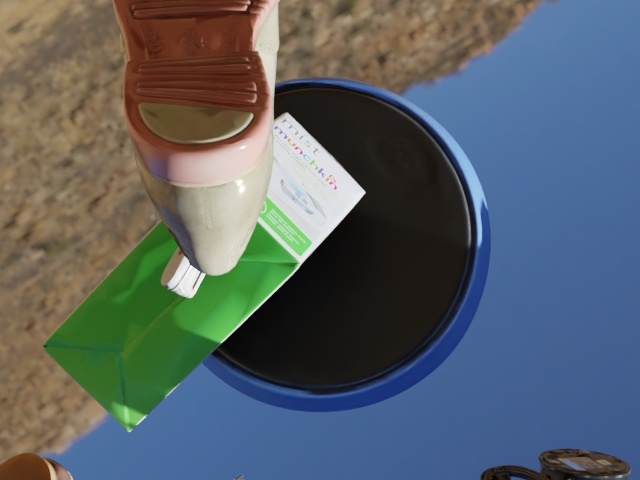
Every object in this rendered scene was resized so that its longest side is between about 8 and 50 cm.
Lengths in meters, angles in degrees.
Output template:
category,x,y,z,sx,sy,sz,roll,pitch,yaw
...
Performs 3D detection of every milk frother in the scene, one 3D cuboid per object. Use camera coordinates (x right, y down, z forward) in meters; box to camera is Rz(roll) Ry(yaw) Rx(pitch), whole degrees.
category,x,y,z,sx,sy,sz,roll,pitch,yaw
milk frother,0.204,0.264,1.296,0.143,0.135,0.129,4,-173,-3

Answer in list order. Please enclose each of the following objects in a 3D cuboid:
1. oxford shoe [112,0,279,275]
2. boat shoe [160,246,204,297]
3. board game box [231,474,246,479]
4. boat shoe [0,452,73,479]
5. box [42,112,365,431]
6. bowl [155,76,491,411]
category,x,y,z,sx,sy,sz,roll,pitch,yaw
oxford shoe,-0.101,-0.133,1.200,0.140,0.146,0.397,0,-142,2
boat shoe,-0.095,0.003,1.227,0.100,0.035,0.035,-61,-154,-7
board game box,-0.144,0.287,1.438,0.126,0.026,0.186,-31,175,9
boat shoe,-0.229,0.243,1.018,0.073,0.073,0.207,35,-85,37
box,-0.111,0.023,1.424,0.262,0.127,0.231,-44,-179,24
bowl,0.000,0.000,1.658,0.391,0.391,0.077,-33,172,-1
